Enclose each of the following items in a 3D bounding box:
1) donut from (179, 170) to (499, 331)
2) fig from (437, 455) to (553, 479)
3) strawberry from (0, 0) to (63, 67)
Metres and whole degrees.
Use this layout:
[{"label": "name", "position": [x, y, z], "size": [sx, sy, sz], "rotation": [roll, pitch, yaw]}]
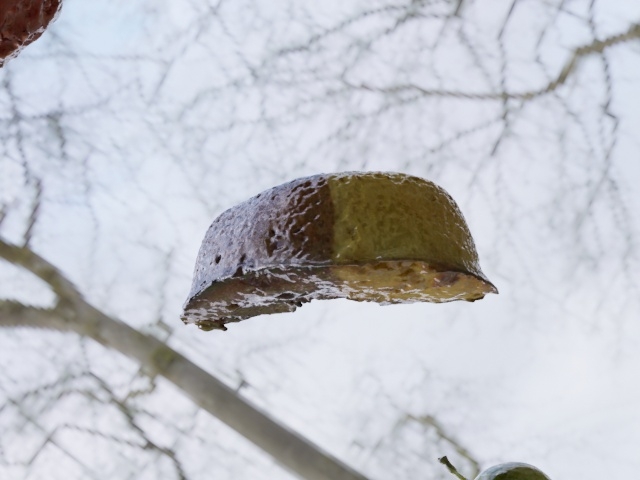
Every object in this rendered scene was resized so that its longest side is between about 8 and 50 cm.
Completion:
[{"label": "donut", "position": [0.000, 0.000, 1.572], "size": [0.151, 0.295, 0.112], "rotation": [59, -155, -67]}, {"label": "fig", "position": [0.164, 0.220, 1.578], "size": [0.093, 0.166, 0.093], "rotation": [-4, -62, -7]}, {"label": "strawberry", "position": [-0.277, -0.207, 1.131], "size": [0.257, 0.257, 0.277], "rotation": [-57, 0, -4]}]
